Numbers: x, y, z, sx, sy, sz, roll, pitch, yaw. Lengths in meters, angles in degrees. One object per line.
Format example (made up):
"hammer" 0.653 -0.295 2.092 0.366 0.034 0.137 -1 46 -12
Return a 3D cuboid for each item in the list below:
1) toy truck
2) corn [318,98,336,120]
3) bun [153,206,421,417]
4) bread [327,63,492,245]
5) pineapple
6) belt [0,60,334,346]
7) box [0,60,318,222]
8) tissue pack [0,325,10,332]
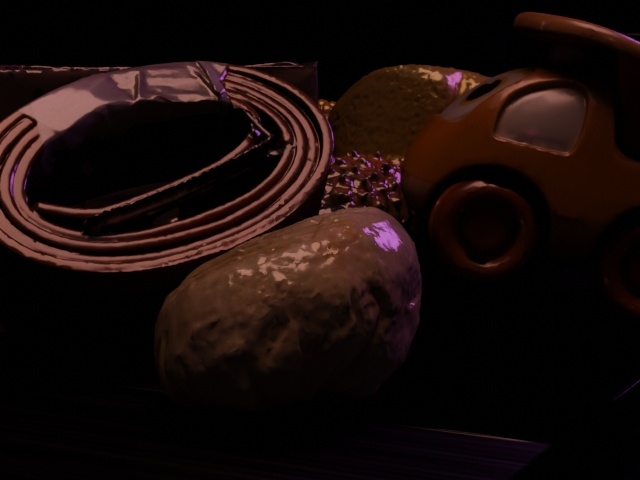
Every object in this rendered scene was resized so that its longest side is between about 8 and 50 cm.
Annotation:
"toy truck" 0.212 -0.057 1.180 0.288 0.212 0.204 15 8 1
"corn" -0.101 -0.098 1.767 0.346 0.130 0.130 -2 8 6
"bun" -0.016 0.049 0.882 0.164 0.111 0.188 -18 6 9
"bread" 0.127 -0.065 1.415 0.269 0.148 0.270 10 -9 2
"pineapple" 0.000 0.000 1.191 0.125 0.125 0.251 4 14 23
"belt" -0.118 -0.030 1.019 0.261 0.105 0.184 -27 61 -31
"box" -0.150 -0.074 1.408 0.297 0.191 0.225 0 7 -5
"tissue pack" -0.322 0.012 1.127 0.148 0.093 0.246 -4 9 -33
